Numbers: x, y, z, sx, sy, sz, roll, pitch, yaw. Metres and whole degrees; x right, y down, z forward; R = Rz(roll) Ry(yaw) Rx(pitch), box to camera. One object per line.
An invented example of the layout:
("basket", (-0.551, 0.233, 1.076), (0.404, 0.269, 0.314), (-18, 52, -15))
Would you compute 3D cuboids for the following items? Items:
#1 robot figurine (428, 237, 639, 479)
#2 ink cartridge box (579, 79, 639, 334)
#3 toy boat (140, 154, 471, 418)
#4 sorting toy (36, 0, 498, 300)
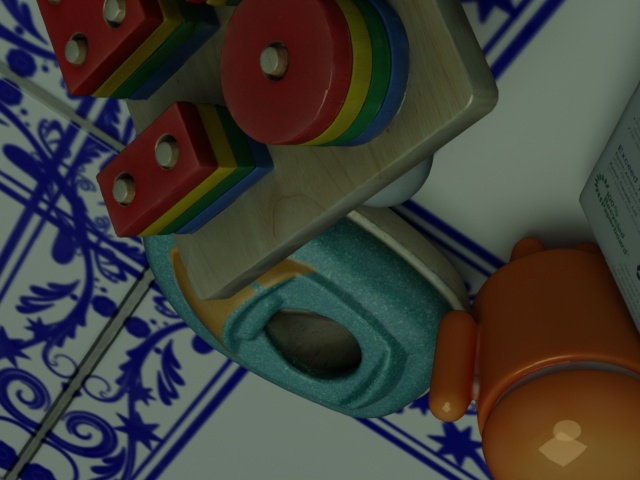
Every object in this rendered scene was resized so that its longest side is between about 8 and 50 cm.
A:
("robot figurine", (0.164, 0.094, 0.864), (0.158, 0.219, 0.128), (36, 123, -26))
("ink cartridge box", (0.262, 0.021, 0.667), (0.071, 0.324, 0.330), (-11, 152, -13))
("toy boat", (0.000, 0.000, 0.906), (0.267, 0.148, 0.318), (29, 133, -2))
("sorting toy", (-0.057, -0.129, 0.765), (0.255, 0.089, 0.257), (-35, 68, 39))
